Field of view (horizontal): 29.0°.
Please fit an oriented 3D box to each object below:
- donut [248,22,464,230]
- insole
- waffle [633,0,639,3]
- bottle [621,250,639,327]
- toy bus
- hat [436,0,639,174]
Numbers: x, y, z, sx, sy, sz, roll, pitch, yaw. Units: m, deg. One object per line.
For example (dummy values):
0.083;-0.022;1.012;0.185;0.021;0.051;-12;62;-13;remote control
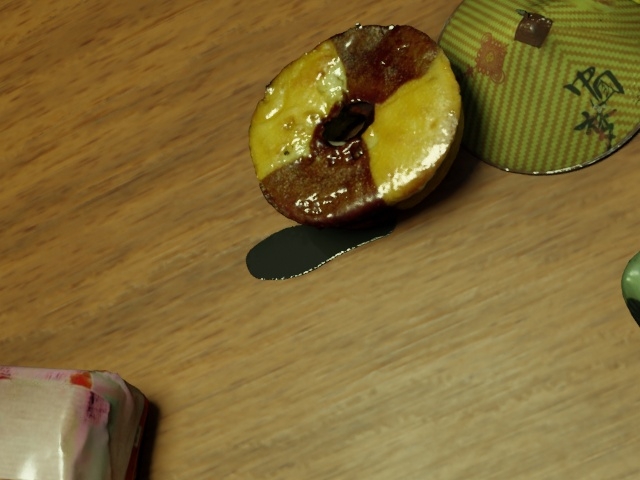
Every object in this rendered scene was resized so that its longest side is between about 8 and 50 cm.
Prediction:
0.035;-0.087;0.999;0.184;0.073;0.166;-35;63;13;donut
0.000;0.000;1.030;0.135;0.002;0.045;-22;68;11;insole
0.329;-0.347;0.980;0.379;0.095;0.382;-48;63;-1;waffle
0.380;-0.022;0.824;0.347;0.168;0.168;-39;65;-1;bottle
-0.290;0.163;1.004;0.303;0.147;0.127;2;68;18;toy bus
0.174;-0.154;0.977;0.193;0.082;0.193;-5;72;16;hat
